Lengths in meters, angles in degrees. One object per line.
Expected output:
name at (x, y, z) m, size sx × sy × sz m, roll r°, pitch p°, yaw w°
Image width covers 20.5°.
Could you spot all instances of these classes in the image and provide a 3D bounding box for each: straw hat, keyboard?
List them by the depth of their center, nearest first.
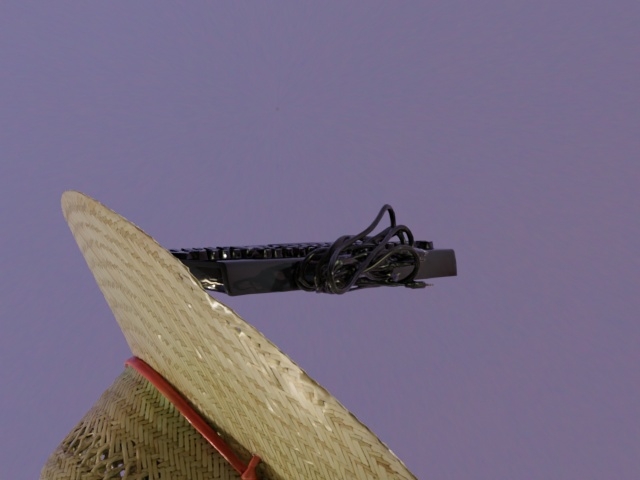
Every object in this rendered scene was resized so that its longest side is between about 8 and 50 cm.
straw hat at (-0.028, 0.061, 0.398) m, size 0.144 × 0.144 × 0.061 m, roll 46°, pitch -104°, yaw -4°
keyboard at (0.000, 0.000, 0.807) m, size 0.100 × 0.192 × 0.038 m, roll 8°, pitch -83°, yaw 34°
